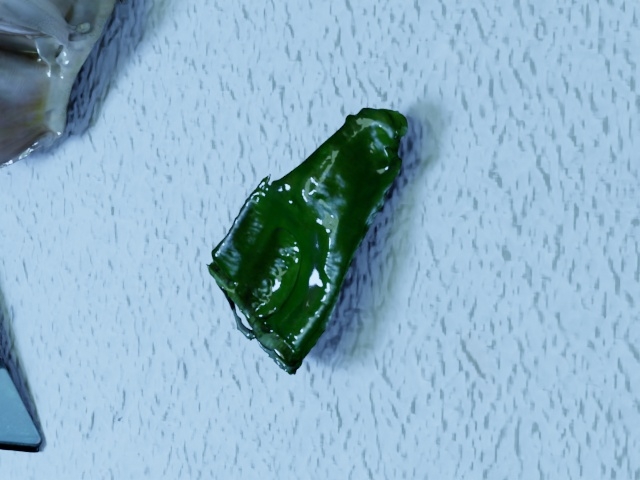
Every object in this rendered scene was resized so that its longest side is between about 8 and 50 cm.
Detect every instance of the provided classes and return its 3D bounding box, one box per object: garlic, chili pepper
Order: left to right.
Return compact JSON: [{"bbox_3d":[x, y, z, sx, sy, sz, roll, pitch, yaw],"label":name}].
[{"bbox_3d":[-0.304,-0.159,1.454,0.237,0.292,0.210,174,104,-85],"label":"garlic"},{"bbox_3d":[-0.002,0.001,1.266,0.108,0.062,0.216,49,122,26],"label":"chili pepper"}]

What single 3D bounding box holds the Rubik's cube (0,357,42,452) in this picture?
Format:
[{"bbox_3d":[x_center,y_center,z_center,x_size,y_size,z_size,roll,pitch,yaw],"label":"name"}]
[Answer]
[{"bbox_3d":[-0.347,0.133,1.536,0.234,0.250,0.284,25,116,15],"label":"Rubik's cube"}]
